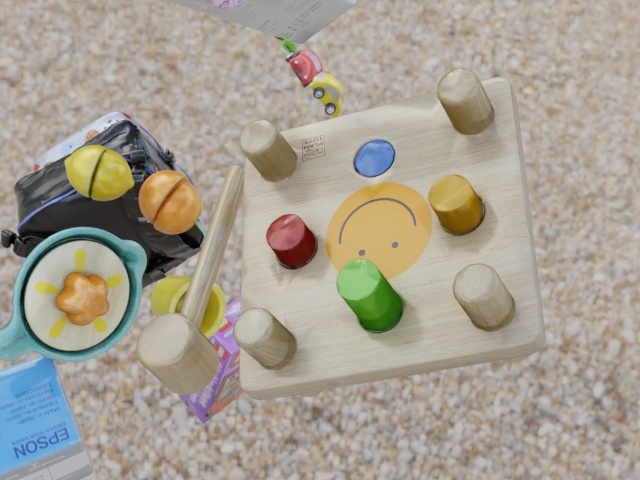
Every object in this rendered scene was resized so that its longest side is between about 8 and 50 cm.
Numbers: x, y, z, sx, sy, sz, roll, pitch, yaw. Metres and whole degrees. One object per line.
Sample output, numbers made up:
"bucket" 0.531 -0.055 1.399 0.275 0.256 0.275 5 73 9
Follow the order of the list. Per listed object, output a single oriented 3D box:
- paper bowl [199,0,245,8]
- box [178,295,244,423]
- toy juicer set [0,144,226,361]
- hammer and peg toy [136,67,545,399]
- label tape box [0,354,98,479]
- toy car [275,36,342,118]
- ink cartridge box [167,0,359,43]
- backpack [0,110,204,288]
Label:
"paper bowl" -0.133 -0.436 1.341 0.148 0.284 0.284 23 43 16
"box" -0.049 0.100 1.469 0.057 0.201 0.293 44 56 15
"toy juicer set" -0.239 0.016 1.078 0.329 0.209 0.089 -7 15 -35
"hammer and peg toy" 0.000 0.000 0.951 0.361 0.127 0.266 -11 59 20
"label tape box" -0.363 0.282 1.180 0.249 0.348 0.115 -21 59 -16
"toy car" -0.036 -0.351 2.051 0.053 0.239 0.225 -32 69 7
"ink cartridge box" -0.132 -0.401 1.693 0.330 0.071 0.324 16 -4 -15
"backpack" -0.319 -0.050 1.750 0.276 0.263 0.213 -26 44 17
